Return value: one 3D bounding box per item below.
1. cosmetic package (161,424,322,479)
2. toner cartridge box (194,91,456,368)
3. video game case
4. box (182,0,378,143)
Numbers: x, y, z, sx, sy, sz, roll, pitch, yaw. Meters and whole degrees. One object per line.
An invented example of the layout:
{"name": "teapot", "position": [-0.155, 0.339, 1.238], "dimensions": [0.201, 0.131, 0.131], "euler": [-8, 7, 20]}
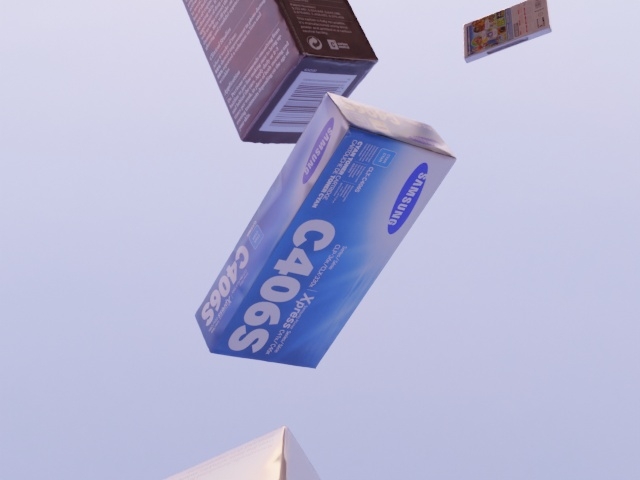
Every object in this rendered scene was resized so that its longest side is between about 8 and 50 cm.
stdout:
{"name": "cosmetic package", "position": [-0.056, 0.306, 1.026], "dimensions": [0.151, 0.184, 0.151], "euler": [-25, -160, 10]}
{"name": "toner cartridge box", "position": [0.000, 0.000, 1.332], "dimensions": [0.165, 0.348, 0.075], "euler": [12, -147, -35]}
{"name": "video game case", "position": [0.252, -0.289, 1.495], "dimensions": [0.122, 0.011, 0.087], "euler": [-18, -141, 21]}
{"name": "box", "position": [-0.083, -0.342, 1.585], "dimensions": [0.143, 0.191, 0.381], "euler": [-3, -121, -39]}
